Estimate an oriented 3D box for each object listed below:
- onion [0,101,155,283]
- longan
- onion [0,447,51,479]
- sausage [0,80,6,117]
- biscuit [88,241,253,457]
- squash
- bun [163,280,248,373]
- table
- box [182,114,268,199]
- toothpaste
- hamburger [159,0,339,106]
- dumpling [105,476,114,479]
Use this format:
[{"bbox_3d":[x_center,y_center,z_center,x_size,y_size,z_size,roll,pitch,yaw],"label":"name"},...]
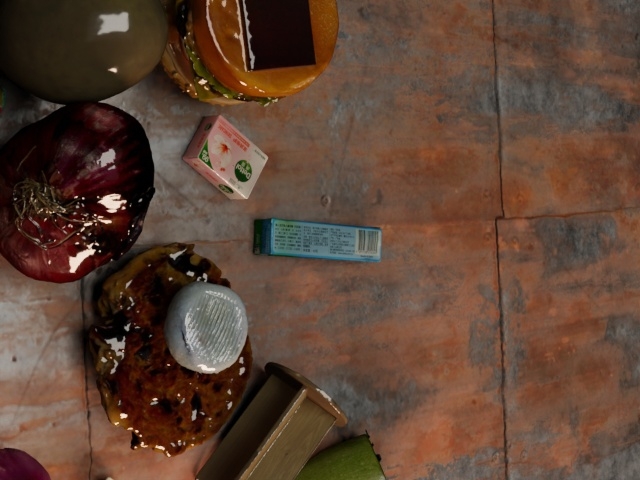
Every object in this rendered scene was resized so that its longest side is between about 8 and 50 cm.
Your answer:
[{"bbox_3d":[-0.339,-0.077,1.665,0.221,0.281,0.281,42,57,4],"label":"onion"},{"bbox_3d":[-0.330,-0.289,1.667,0.246,0.246,0.215,-22,131,-41],"label":"longan"},{"bbox_3d":[-0.441,0.371,1.648,0.177,0.153,0.177,1,87,-30],"label":"onion"},{"bbox_3d":[-0.504,-0.082,1.639,0.082,0.082,0.371,31,69,-39],"label":"sausage"},{"bbox_3d":[-0.239,0.170,1.882,0.289,0.081,0.334,-29,114,-40],"label":"biscuit"},{"bbox_3d":[0.003,0.472,2.149,0.260,0.189,0.189,-25,111,-3],"label":"squash"},{"bbox_3d":[-0.179,0.131,1.829,0.141,0.083,0.141,5,82,-41],"label":"bun"},{"bbox_3d":[-0.087,0.339,1.987,0.226,0.167,0.167,-53,124,-19],"label":"table"},{"bbox_3d":[-0.155,-0.136,1.982,0.125,0.043,0.089,39,65,-36],"label":"box"},{"bbox_3d":[0.000,0.000,2.123,0.267,0.050,0.065,4,88,-43],"label":"toothpaste"},{"bbox_3d":[-0.127,-0.339,1.883,0.291,0.225,0.291,1,89,-42],"label":"hamburger"},{"bbox_3d":[-0.324,0.402,1.833,0.052,0.057,0.076,-24,82,-3],"label":"dumpling"}]
